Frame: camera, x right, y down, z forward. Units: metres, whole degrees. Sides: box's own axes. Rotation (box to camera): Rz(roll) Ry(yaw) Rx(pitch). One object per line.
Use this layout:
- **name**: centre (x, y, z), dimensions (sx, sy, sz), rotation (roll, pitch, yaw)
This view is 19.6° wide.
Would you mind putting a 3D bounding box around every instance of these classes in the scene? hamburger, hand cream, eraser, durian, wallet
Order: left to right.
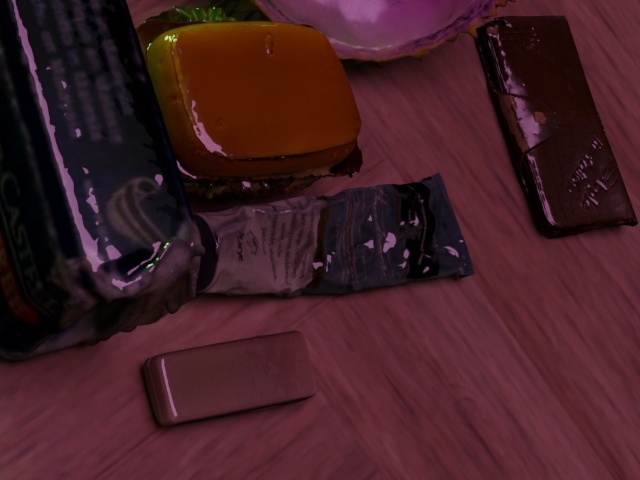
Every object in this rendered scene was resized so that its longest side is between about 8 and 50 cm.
- **eraser**: centre (-0.175, -0.101, 1.095), dimensions (0.101, 0.155, 0.332), rotation (-13, 79, -35)
- **hamburger**: centre (-0.055, -0.089, 1.217), dimensions (0.166, 0.087, 0.137), rotation (-2, 71, -35)
- **hand cream**: centre (0.000, 0.000, 1.249), dimensions (0.247, 0.052, 0.075), rotation (-7, 97, -41)
- **durian**: centre (0.018, -0.210, 1.296), dimensions (0.260, 0.153, 0.186), rotation (37, 77, -22)
- **wallet**: centre (0.180, -0.090, 1.411), dimensions (0.095, 0.026, 0.176), rotation (-6, 73, -33)

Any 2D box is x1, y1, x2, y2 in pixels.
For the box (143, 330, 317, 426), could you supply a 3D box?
- **box**: centre (-0.057, 0.088, 1.180), dimensions (0.115, 0.025, 0.048), rotation (-9, 81, -35)
